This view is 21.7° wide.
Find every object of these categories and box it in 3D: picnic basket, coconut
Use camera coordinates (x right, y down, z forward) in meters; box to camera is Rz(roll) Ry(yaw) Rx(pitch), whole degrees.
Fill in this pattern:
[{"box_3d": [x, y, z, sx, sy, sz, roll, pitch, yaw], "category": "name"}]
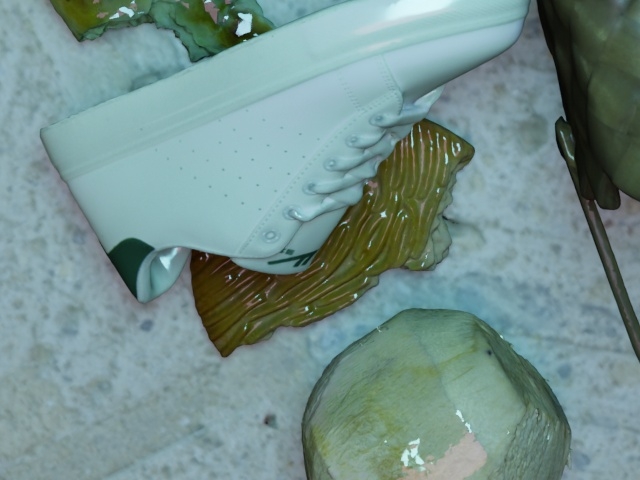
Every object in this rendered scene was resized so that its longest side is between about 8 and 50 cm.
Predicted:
[{"box_3d": [0.270, -0.084, 1.020, 0.254, 0.291, 0.321, -21, 95, 9], "category": "picnic basket"}, {"box_3d": [0.070, 0.149, 1.175, 0.194, 0.194, 0.194, 1, 109, 3], "category": "coconut"}]

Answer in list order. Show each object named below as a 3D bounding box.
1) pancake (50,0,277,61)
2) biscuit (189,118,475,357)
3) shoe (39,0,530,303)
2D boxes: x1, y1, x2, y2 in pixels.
[{"box_3d": [-0.070, -0.314, 1.078, 0.305, 0.067, 0.427, 34, 106, -10], "category": "pancake"}, {"box_3d": [0.000, 0.000, 1.201, 0.176, 0.031, 0.229, 25, 108, -4], "category": "biscuit"}, {"box_3d": [-0.013, -0.058, 1.084, 0.363, 0.132, 0.160, -18, 99, 30], "category": "shoe"}]
